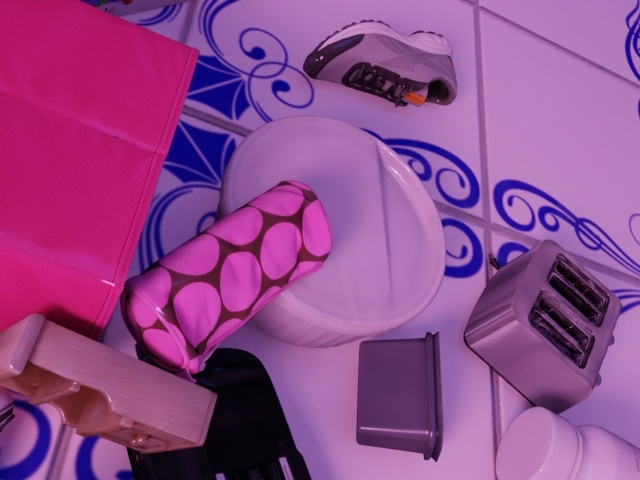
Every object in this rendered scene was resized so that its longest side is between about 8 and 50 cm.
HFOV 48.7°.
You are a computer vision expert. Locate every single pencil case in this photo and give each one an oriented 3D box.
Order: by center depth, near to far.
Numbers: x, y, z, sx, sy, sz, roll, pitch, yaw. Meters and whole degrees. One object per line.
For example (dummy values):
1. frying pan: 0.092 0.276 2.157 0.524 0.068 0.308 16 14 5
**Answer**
1. pencil case: -0.074 0.030 0.625 0.209 0.095 0.098 -38 91 -36

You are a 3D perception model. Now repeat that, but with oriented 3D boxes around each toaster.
1. toaster: 0.290 0.107 0.929 0.186 0.110 0.168 42 50 -1

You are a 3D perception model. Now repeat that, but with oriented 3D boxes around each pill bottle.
1. pill bottle: 0.327 0.292 0.825 0.229 0.131 0.131 30 52 -10

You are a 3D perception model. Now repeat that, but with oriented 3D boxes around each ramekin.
1. ramekin: 0.000 0.000 0.819 0.273 0.127 0.273 14 56 -21

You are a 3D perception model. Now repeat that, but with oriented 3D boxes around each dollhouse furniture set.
1. dollhouse furniture set: -0.195 0.201 0.501 0.161 0.212 0.242 32 54 -29

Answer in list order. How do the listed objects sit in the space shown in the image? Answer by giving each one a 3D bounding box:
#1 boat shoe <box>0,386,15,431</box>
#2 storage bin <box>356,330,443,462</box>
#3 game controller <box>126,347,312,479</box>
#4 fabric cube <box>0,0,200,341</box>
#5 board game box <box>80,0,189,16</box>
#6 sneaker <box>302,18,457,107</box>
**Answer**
1. boat shoe: -0.318 0.215 0.546 0.076 0.080 0.228 48 50 -9
2. storage bin: 0.086 0.174 0.795 0.091 0.098 0.135 3 58 4
3. game controller: -0.079 0.245 0.658 0.166 0.067 0.319 4 52 -43
4. fabric cube: -0.284 -0.053 0.611 0.258 0.254 0.259 20 55 -16
5. board game box: -0.180 -0.408 0.893 0.347 0.233 0.078 -28 78 -38
6. sneaker: 0.100 -0.252 1.047 0.272 0.100 0.108 -5 70 -31
